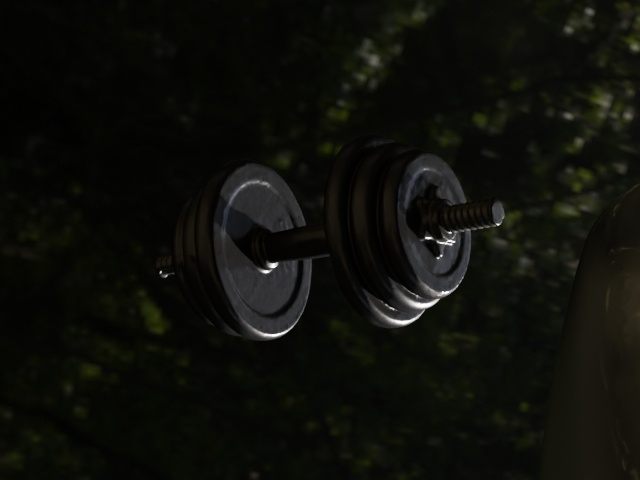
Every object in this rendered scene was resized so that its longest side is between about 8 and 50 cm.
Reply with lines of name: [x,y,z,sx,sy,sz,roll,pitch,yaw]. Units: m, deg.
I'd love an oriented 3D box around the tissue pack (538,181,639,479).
tissue pack: [0.173,0.131,0.440,0.333,0.229,0.236,-103,-172,-67]

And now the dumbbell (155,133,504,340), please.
dumbbell: [0.000,0.000,1.018,0.208,0.099,0.099,-9,-107,33]
